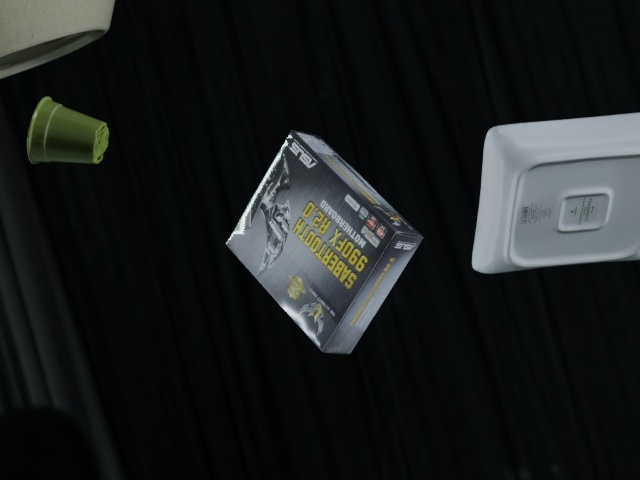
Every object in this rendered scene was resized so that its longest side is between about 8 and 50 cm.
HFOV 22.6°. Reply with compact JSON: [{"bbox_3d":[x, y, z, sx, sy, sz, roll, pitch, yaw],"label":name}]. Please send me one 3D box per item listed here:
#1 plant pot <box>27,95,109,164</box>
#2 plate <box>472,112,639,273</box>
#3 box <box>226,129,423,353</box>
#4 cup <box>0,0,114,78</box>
[{"bbox_3d":[-0.298,-0.123,1.917,0.079,0.083,0.083,13,14,8],"label":"plant pot"},{"bbox_3d":[0.357,-0.053,2.214,0.278,0.277,0.045,-5,45,-6],"label":"plate"},{"bbox_3d":[0.000,0.000,1.996,0.056,0.183,0.231,10,29,-47],"label":"box"},{"bbox_3d":[-0.305,-0.268,1.412,0.331,0.237,0.331,-21,4,1],"label":"cup"}]
